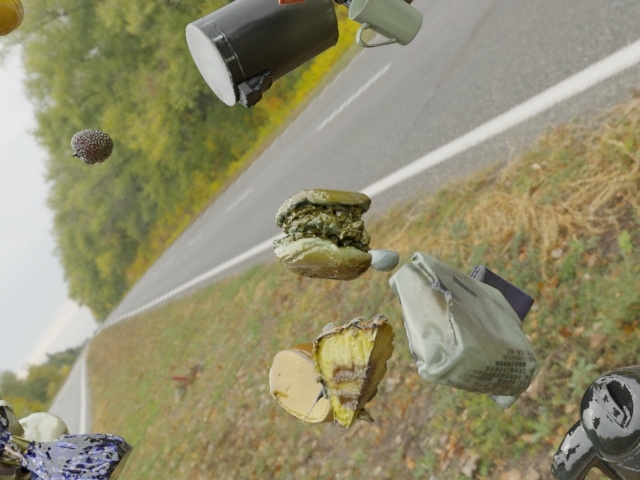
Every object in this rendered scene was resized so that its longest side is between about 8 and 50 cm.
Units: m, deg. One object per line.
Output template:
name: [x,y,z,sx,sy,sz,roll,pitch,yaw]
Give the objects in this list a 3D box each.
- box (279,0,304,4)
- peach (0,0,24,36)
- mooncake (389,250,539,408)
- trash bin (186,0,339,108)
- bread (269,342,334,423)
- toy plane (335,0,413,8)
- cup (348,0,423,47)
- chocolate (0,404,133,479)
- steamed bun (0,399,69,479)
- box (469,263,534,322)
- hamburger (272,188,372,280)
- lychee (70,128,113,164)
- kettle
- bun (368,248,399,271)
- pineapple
box: [-0.049,-0.506,1.015,0.273,0.048,0.265,113,149,-79]
peach: [-0.685,-0.471,1.505,0.179,0.179,0.103,-69,-2,-58]
mooncake: [0.243,0.162,1.291,0.136,0.254,0.250,-50,32,26]
trash bin: [-0.124,-0.464,1.708,0.301,0.252,0.203,-34,-21,-17]
bread: [-0.017,0.397,2.074,0.143,0.270,0.195,3,-71,-49]
toy plane: [0.047,-0.540,1.446,0.155,0.382,0.106,-54,4,1]
cup: [0.082,-0.279,0.948,0.054,0.083,0.075,-31,41,54]
chocolate: [-0.466,0.312,1.118,0.126,0.343,0.148,137,152,-81]
steamed bun: [-0.624,0.450,1.349,0.247,0.339,0.352,-126,50,-66]
box: [0.392,0.209,1.849,0.259,0.168,0.071,-57,-1,-10]
hamburger: [0.000,0.000,1.136,0.185,0.159,0.131,155,113,-65]
lychee: [-0.434,-0.177,1.419,0.083,0.068,0.067,-23,8,-14]
kettle: [0.467,0.290,1.036,0.268,0.290,0.207,-59,26,26]
bun: [0.128,0.041,1.577,0.083,0.083,0.045,-159,75,-80]
pineapple: [0.072,0.268,1.695,0.161,0.158,0.334,-39,-40,-51]
